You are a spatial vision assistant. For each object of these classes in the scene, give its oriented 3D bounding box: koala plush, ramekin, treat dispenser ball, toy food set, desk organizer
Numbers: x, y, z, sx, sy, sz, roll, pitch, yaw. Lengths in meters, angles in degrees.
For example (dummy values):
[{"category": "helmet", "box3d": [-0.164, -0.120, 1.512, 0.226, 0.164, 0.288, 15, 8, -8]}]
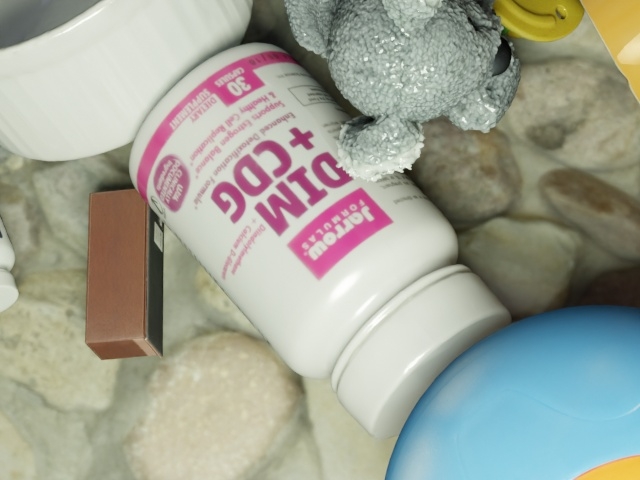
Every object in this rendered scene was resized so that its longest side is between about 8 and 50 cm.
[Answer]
[{"category": "koala plush", "box3d": [0.059, -0.151, 1.209, 0.203, 0.196, 0.221, 13, 32, -1]}, {"category": "ramekin", "box3d": [-0.187, -0.192, 1.342, 0.277, 0.135, 0.277, -16, 44, 17]}, {"category": "treat dispenser ball", "box3d": [0.181, 0.185, 1.094, 0.288, 0.288, 0.288, -3, 68, 7]}, {"category": "toy food set", "box3d": [0.116, -0.240, 1.363, 0.218, 0.071, 0.128, 43, 54, -16]}, {"category": "desk organizer", "box3d": [-0.153, 0.026, 1.342, 0.050, 0.047, 0.130, -5, 67, 9]}]

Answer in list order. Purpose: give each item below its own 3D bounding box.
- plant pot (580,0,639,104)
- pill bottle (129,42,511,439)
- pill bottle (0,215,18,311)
[{"category": "plant pot", "box3d": [0.303, -0.189, 1.291, 0.188, 0.205, 0.205, -31, 66, 13]}, {"category": "pill bottle", "box3d": [0.000, 0.000, 1.266, 0.160, 0.160, 0.283, -39, 68, -8]}, {"category": "pill bottle", "box3d": [-0.284, 0.000, 1.361, 0.067, 0.067, 0.120, -25, 66, -2]}]
